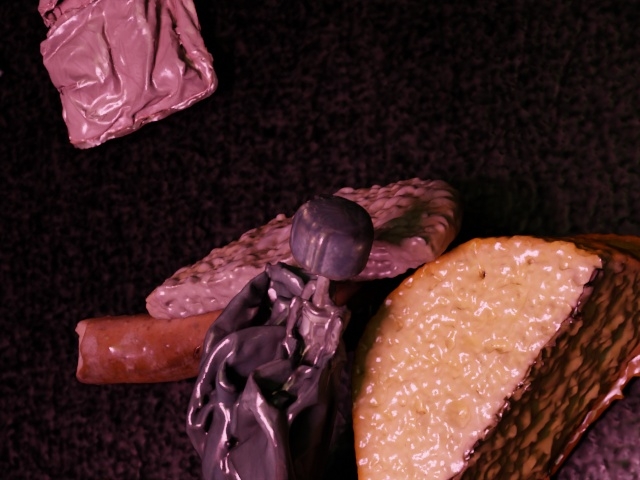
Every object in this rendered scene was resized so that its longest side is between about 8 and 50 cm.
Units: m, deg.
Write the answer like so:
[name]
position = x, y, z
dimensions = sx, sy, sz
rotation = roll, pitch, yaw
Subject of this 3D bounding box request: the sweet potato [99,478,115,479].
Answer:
[sweet potato]
position = -0.207, 0.210, 1.151
dimensions = 0.182, 0.054, 0.053
rotation = -21, 103, 17

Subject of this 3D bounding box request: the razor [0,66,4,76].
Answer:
[razor]
position = -0.334, -0.055, 1.280
dimensions = 0.232, 0.068, 0.106
rotation = -44, 64, 3

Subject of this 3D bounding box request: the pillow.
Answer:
[pillow]
position = -0.159, -0.199, 1.231
dimensions = 0.135, 0.049, 0.248
rotation = -22, 66, 24

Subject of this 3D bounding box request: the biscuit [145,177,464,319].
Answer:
[biscuit]
position = 0.004, -0.002, 1.062
dimensions = 0.250, 0.133, 0.032
rotation = -13, 109, 43

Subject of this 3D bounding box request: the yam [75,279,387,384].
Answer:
[yam]
position = -0.065, 0.064, 1.119
dimensions = 0.241, 0.057, 0.056
rotation = -9, 74, 23

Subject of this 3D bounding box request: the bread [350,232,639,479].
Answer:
[bread]
position = 0.093, 0.086, 0.999
dimensions = 0.134, 0.129, 0.260
rotation = 35, 94, 36

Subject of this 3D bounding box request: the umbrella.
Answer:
[umbrella]
position = -0.036, 0.129, 0.986
dimensions = 0.143, 0.094, 0.348
rotation = 49, 135, 43
